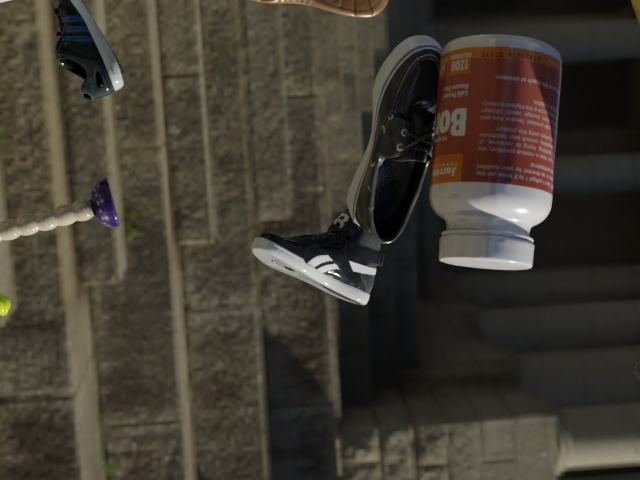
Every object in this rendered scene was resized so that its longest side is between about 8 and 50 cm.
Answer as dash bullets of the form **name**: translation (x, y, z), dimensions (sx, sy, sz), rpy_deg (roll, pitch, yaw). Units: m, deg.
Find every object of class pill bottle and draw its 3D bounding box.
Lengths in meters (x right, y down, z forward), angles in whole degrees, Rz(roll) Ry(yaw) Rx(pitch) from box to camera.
- **pill bottle**: translation (0.169, -0.083, 1.222), dimensions (0.121, 0.121, 0.216), rpy_deg (115, -19, -83)

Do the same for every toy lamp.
- **toy lamp**: translation (-0.413, -0.015, 1.687), dimensions (0.080, 0.275, 0.080), rpy_deg (165, -90, -83)

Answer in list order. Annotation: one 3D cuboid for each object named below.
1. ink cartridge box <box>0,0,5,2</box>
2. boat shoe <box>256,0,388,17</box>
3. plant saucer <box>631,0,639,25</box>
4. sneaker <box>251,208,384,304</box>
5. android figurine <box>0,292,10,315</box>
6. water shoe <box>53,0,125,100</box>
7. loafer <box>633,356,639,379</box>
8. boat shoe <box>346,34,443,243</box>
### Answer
- **ink cartridge box**: translation (-0.537, -0.453, 1.814), dimensions (0.129, 0.307, 0.223), rpy_deg (52, 36, -56)
- **boat shoe**: translation (-0.061, -0.434, 1.951), dimensions (0.123, 0.342, 0.123), rpy_deg (-130, -127, -64)
- **plant saucer**: translation (0.660, -0.451, 2.017), dimensions (0.332, 0.333, 0.081), rpy_deg (64, -9, -18)
- **sneaker**: translation (0.000, 0.000, 1.761), dimensions (0.079, 0.217, 0.121), rpy_deg (8, -106, 48)
- **android figurine**: translation (-0.386, 0.042, 1.021), dimensions (0.248, 0.273, 0.056), rpy_deg (56, -50, 22)
- **water shoe**: translation (-0.378, -0.307, 1.917), dimensions (0.203, 0.080, 0.073), rpy_deg (56, -13, 16)
- **loafer**: translation (0.443, 0.149, 1.208), dimensions (0.096, 0.267, 0.084), rpy_deg (-17, 128, -75)
- **boat shoe**: translation (0.086, -0.097, 1.298), dimensions (0.076, 0.080, 0.228), rpy_deg (59, -43, 49)
